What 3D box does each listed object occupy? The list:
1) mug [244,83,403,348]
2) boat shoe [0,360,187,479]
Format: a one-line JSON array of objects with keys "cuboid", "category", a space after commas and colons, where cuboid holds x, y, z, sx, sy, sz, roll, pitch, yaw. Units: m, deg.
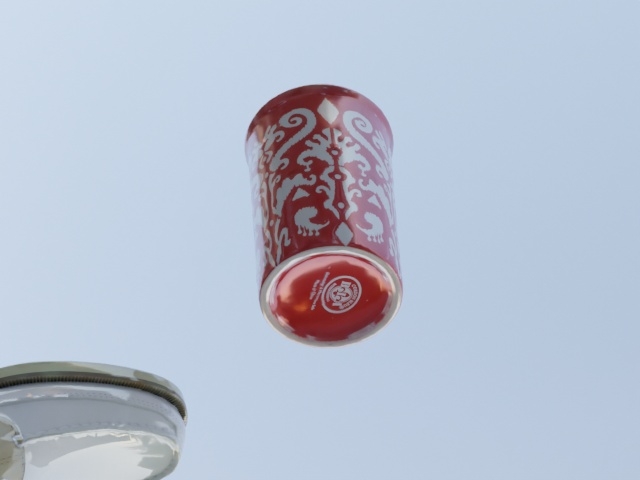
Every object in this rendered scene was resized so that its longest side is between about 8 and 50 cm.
[{"cuboid": [0.009, -0.004, 0.659, 0.113, 0.150, 0.169, -15, -141, 8], "category": "mug"}, {"cuboid": [-0.224, 0.147, 0.560, 0.103, 0.302, 0.113, -117, -149, -48], "category": "boat shoe"}]
